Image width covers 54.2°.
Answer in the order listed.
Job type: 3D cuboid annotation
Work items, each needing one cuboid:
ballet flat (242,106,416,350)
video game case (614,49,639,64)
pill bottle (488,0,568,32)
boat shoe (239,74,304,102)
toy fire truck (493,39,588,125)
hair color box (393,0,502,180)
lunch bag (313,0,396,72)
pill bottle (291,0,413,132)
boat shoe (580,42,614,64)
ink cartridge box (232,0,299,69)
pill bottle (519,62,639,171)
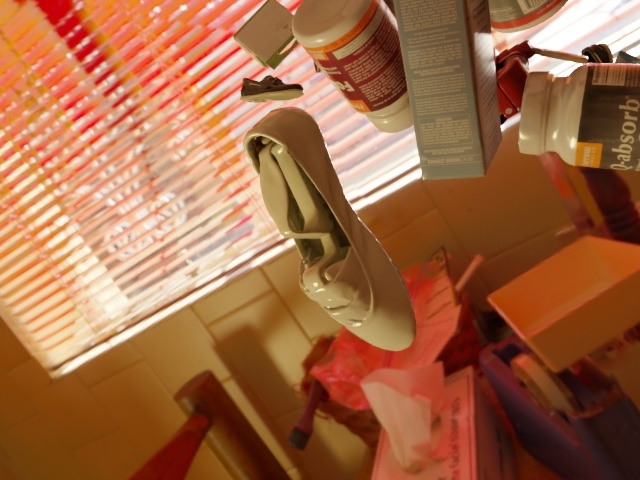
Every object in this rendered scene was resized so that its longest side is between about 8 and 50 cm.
[{"bbox_3d":[0.000,0.000,0.900,0.139,0.400,0.139,-26,2,1],"label":"ballet flat"},{"bbox_3d":[0.895,-0.456,1.828,0.015,0.119,0.166,-31,-34,-29],"label":"video game case"},{"bbox_3d":[0.343,-0.605,1.220,0.210,0.363,0.210,-25,44,26],"label":"pill bottle"},{"bbox_3d":[-0.146,-0.449,1.838,0.233,0.079,0.084,7,2,38],"label":"boat shoe"},{"bbox_3d":[0.459,-0.376,1.415,0.246,0.158,0.217,-32,25,31],"label":"toy fire truck"},{"bbox_3d":[0.215,-0.309,1.036,0.113,0.374,0.185,-1,27,26],"label":"hair color box"},{"bbox_3d":[0.103,-0.621,1.760,0.235,0.169,0.287,-5,-25,-13],"label":"lunch bag"},{"bbox_3d":[0.122,-0.466,1.607,0.224,0.392,0.224,-20,51,26],"label":"pill bottle"},{"bbox_3d":[0.812,-0.440,1.808,0.079,0.254,0.095,-19,12,-22],"label":"boat shoe"},{"bbox_3d":[-0.141,-0.659,2.065,0.189,0.255,0.097,-45,-33,3],"label":"ink cartridge box"},{"bbox_3d":[0.456,-0.187,0.954,0.278,0.162,0.162,8,28,23],"label":"pill bottle"}]
